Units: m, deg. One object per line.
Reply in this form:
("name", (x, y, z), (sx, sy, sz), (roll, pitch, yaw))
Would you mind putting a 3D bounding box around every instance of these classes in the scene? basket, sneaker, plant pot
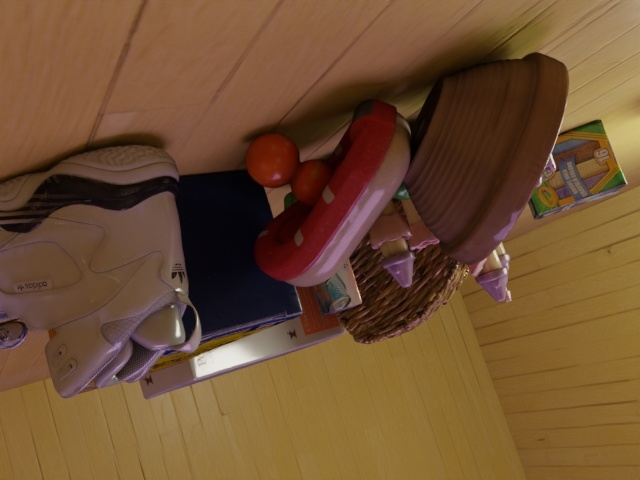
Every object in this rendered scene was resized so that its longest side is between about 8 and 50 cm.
("basket", (0.177, 0.069, 1.448), (0.299, 0.213, 0.223), (-44, 164, 15))
("sneaker", (-0.635, 0.191, 1.343), (0.135, 0.052, 0.058), (-19, 167, 5))
("plant pot", (0.156, -0.101, 0.749), (0.110, 0.237, 0.237), (21, 167, -3))
("sneaker", (-0.286, 0.060, 0.683), (0.366, 0.210, 0.137), (-20, 171, 13))

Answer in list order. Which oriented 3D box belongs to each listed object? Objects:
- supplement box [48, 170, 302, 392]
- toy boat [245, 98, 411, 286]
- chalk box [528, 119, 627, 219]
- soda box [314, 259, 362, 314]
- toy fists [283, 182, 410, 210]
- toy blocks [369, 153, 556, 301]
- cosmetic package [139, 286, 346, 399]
("supplement box", (-0.220, 0.067, 0.924), (0.194, 0.195, 0.356), (-11, 169, -39))
("toy boat", (-0.013, -0.063, 0.757), (0.231, 0.151, 0.151), (-56, -170, 29))
("chalk box", (0.449, -0.122, 1.332), (0.213, 0.132, 0.132), (-19, 173, 12))
("soda box", (0.014, 0.040, 1.273), (0.063, 0.183, 0.058), (-13, 170, -26))
("toy fists", (0.077, -0.082, 0.947), (0.279, 0.096, 0.142), (-22, -179, 18))
("toy blocks", (0.260, -0.025, 1.113), (0.309, 0.260, 0.288), (-21, 170, 22))
("cosmetic package", (-0.167, 0.143, 1.412), (0.161, 0.230, 0.453), (-25, 170, 37))
